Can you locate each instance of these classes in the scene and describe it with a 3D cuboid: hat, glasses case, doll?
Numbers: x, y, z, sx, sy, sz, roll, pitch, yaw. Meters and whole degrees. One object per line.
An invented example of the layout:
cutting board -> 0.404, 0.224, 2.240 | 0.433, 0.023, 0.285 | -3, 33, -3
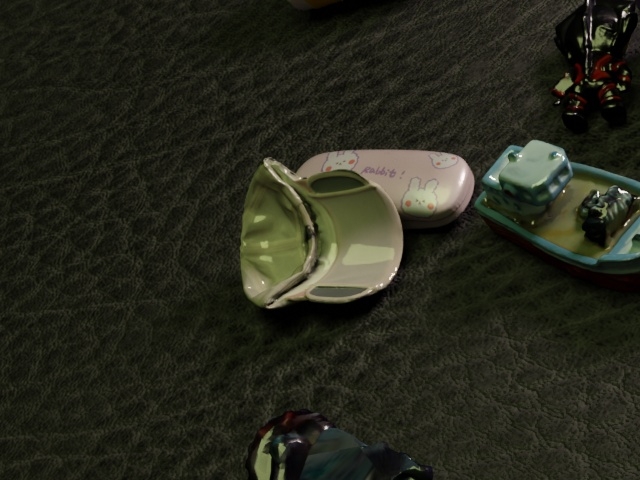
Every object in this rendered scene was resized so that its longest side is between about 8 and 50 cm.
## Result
hat -> 0.000, 0.000, 2.023 | 0.226, 0.164, 0.220 | 4, 79, -5
glasses case -> 0.084, -0.075, 2.061 | 0.296, 0.075, 0.113 | 3, 55, 33
doll -> 0.399, -0.270, 2.056 | 0.127, 0.088, 0.249 | 0, 57, 5

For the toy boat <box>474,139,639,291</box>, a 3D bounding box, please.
toy boat -> 0.345, -0.040, 1.824 | 0.145, 0.133, 0.332 | -47, 43, -17

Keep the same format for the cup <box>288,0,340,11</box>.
cup -> 0.064, -0.502, 2.413 | 0.279, 0.196, 0.196 | -20, 42, 25

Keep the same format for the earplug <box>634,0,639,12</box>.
earplug -> 0.663, -0.402, 1.925 | 0.455, 0.215, 0.215 | -27, 41, 3

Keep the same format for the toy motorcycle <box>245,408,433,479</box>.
toy motorcycle -> 0.055, 0.352, 1.625 | 0.416, 0.172, 0.232 | 20, 69, 33
